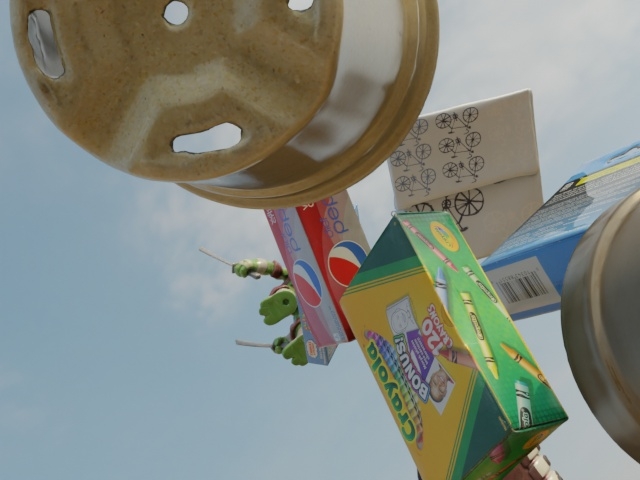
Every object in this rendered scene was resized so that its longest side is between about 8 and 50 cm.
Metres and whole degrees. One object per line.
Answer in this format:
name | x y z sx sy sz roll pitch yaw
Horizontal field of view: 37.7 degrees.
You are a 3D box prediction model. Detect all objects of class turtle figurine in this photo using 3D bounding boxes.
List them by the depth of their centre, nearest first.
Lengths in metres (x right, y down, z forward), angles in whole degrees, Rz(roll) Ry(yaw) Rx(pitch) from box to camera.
turtle figurine | -0.094 0.136 1.723 0.275 0.266 0.197 3 -78 -5

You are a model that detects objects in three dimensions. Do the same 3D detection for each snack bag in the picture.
snack bag | 0.294 -0.105 1.869 0.323 0.037 0.342 -15 -70 -9

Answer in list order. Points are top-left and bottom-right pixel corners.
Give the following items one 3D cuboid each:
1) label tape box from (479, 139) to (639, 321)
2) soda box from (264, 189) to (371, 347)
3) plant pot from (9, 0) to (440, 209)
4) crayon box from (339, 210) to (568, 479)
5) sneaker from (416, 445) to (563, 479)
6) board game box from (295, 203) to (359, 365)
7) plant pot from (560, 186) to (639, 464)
label tape box | 0.417 -0.031 1.361 0.334 0.106 0.241 -38 8 -35
soda box | 0.000 0.000 1.203 0.083 0.263 0.092 -22 -1 -29
plant pot | -0.075 -0.171 0.737 0.334 0.334 0.305 -51 0 12
crayon box | 0.134 0.125 1.030 0.081 0.278 0.165 -4 -38 -31
sneaker | 0.209 0.315 1.154 0.163 0.281 0.106 -26 -19 -12
board game box | 0.020 0.064 1.445 0.211 0.039 0.160 -57 -35 -51
plant pot | 0.413 0.050 0.810 0.323 0.323 0.280 -34 -10 -19
